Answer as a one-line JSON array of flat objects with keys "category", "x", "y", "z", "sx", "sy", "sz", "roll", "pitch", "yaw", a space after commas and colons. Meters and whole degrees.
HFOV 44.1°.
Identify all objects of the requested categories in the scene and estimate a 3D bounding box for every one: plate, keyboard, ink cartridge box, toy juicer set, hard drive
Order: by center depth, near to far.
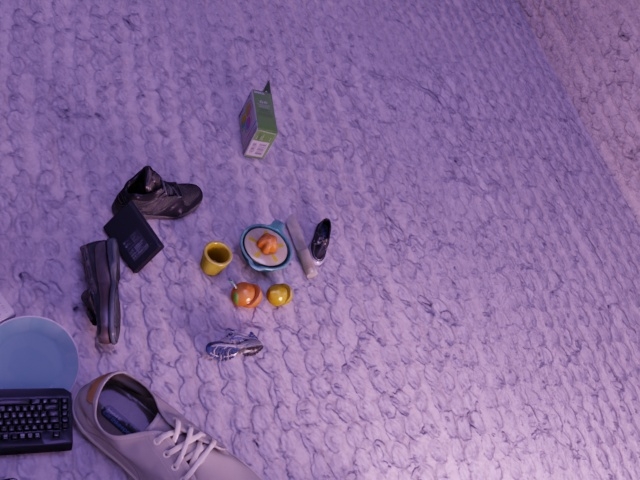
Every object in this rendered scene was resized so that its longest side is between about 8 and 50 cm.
[{"category": "keyboard", "x": -0.604, "y": 0.358, "z": 1.397, "sx": 0.317, "sy": 0.033, "sz": 0.201, "roll": 2, "pitch": 59, "yaw": -23}, {"category": "plate", "x": -0.557, "y": 0.237, "z": 1.504, "sx": 0.188, "sy": 0.024, "sz": 0.188, "roll": 5, "pitch": 77, "yaw": -23}, {"category": "hard drive", "x": -0.419, "y": -0.008, "z": 1.765, "sx": 0.135, "sy": 0.094, "sz": 0.022, "roll": 53, "pitch": 17, "yaw": 16}, {"category": "toy juicer set", "x": -0.110, "y": 0.047, "z": 1.894, "sx": 0.329, "sy": 0.089, "sz": 0.209, "roll": -26, "pitch": 70, "yaw": -41}, {"category": "ink cartridge box", "x": -0.174, "y": -0.336, "z": 2.148, "sx": 0.062, "sy": 0.109, "sz": 0.209, "roll": 8, "pitch": 52, "yaw": -25}]

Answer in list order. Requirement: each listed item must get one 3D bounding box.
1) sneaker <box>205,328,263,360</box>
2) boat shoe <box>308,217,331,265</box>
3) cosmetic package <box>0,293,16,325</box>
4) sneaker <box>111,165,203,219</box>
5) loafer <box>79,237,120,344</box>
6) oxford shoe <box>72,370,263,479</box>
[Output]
[{"category": "sneaker", "x": -0.196, "y": 0.227, "z": 1.739, "sx": 0.135, "sy": 0.052, "sz": 0.058, "roll": 2, "pitch": 44, "yaw": -37}, {"category": "boat shoe", "x": 0.000, "y": 0.000, "z": 2.026, "sx": 0.049, "sy": 0.040, "sz": 0.142, "roll": 21, "pitch": 47, "yaw": -13}, {"category": "cosmetic package", "x": -0.706, "y": 0.165, "z": 1.471, "sx": 0.117, "sy": 0.085, "sz": 0.231, "roll": 46, "pitch": 45, "yaw": 12}, {"category": "sneaker", "x": -0.366, "y": -0.113, "z": 1.852, "sx": 0.227, "sy": 0.130, "sz": 0.087, "roll": -8, "pitch": 61, "yaw": -36}, {"category": "loafer", "x": -0.466, "y": 0.109, "z": 1.661, "sx": 0.084, "sy": 0.096, "sz": 0.267, "roll": -5, "pitch": 48, "yaw": -8}, {"category": "oxford shoe", "x": -0.273, "y": 0.405, "z": 1.495, "sx": 0.449, "sy": 0.130, "sz": 0.169, "roll": 37, "pitch": 44, "yaw": 0}]
